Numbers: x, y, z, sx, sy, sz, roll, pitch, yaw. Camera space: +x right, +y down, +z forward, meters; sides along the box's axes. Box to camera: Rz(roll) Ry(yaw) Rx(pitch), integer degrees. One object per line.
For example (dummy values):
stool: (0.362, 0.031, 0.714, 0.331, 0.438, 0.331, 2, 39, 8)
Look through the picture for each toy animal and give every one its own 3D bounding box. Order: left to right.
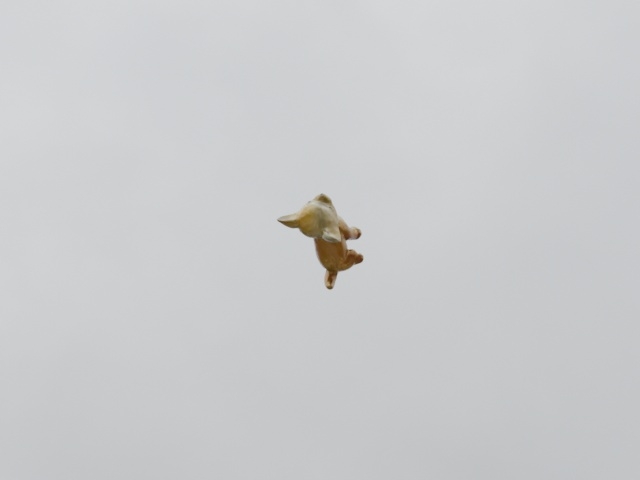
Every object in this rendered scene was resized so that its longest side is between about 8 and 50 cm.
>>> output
toy animal: (0.000, 0.000, 1.139, 0.060, 0.081, 0.083, 19, 1, 27)
